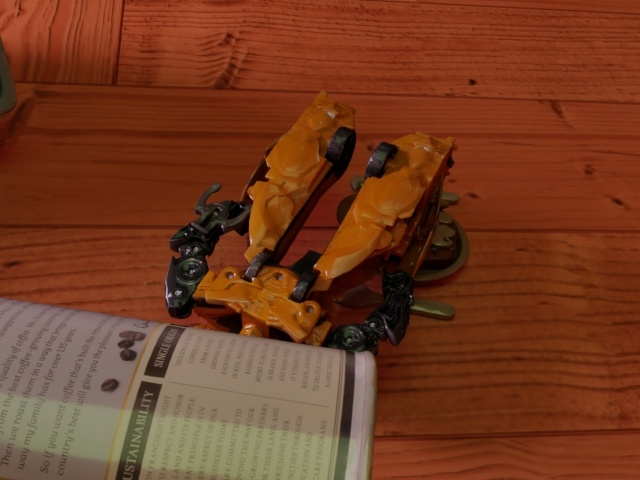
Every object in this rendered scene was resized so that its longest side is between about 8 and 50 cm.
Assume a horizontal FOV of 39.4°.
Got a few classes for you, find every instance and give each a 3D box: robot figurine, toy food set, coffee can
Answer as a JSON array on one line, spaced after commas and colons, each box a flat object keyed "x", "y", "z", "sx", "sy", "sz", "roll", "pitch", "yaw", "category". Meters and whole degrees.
[{"x": 0.000, "y": 0.000, "z": 0.773, "sx": 0.211, "sy": 0.085, "sz": 0.291, "roll": 22, "pitch": 56, "yaw": 15, "category": "robot figurine"}, {"x": 0.079, "y": -0.009, "z": 0.859, "sx": 0.132, "sy": 0.038, "sz": 0.192, "roll": 9, "pitch": 41, "yaw": 1, "category": "toy food set"}, {"x": -0.117, "y": 0.143, "z": 0.526, "sx": 0.275, "sy": 0.202, "sz": 0.201, "roll": 8, "pitch": 41, "yaw": 0, "category": "coffee can"}]

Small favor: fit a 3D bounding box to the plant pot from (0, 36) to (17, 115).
[{"x": -0.477, "y": -0.225, "z": 0.864, "sx": 0.247, "sy": 0.247, "sz": 0.252, "roll": -21, "pitch": 22, "yaw": -30, "category": "plant pot"}]
